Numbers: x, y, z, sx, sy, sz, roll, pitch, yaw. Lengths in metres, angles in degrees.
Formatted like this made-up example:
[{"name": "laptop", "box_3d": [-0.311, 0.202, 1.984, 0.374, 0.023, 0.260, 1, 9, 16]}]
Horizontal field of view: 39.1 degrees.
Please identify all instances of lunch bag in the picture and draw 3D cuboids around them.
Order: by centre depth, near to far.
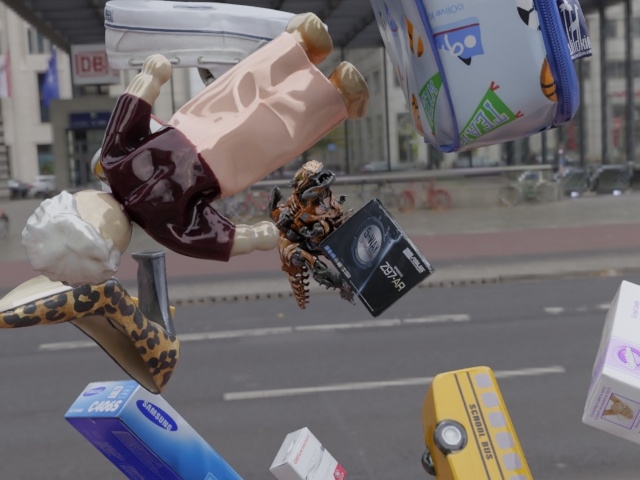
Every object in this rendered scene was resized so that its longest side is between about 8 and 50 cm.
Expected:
[{"name": "lunch bag", "box_3d": [0.098, -0.199, 0.684, 0.115, 0.243, 0.303, -17, 12, 2]}]

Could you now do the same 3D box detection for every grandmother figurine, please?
[{"name": "grandmother figurine", "box_3d": [-0.115, -0.069, 0.833, 0.342, 0.208, 0.104, -35, -12, -15]}]

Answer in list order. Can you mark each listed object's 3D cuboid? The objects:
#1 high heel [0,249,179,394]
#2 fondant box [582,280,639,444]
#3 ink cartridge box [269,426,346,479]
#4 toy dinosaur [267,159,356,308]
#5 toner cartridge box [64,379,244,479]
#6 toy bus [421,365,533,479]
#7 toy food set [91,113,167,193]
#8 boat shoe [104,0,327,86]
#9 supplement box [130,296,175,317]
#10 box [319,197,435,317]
[{"name": "high heel", "box_3d": [-0.267, 0.124, 1.060, 0.093, 0.186, 0.261, 4, 13, 36]}, {"name": "fondant box", "box_3d": [0.546, 0.204, 1.231, 0.330, 0.096, 0.238, 19, 35, 14]}, {"name": "ink cartridge box", "box_3d": [-0.026, 0.494, 1.930, 0.063, 0.150, 0.109, -28, 19, 36]}, {"name": "toy dinosaur", "box_3d": [0.000, 0.000, 1.630, 0.218, 0.164, 0.322, 26, -24, 13]}, {"name": "toner cartridge box", "box_3d": [-0.231, 0.362, 1.428, 0.165, 0.348, 0.075, -12, 35, 45]}, {"name": "toy bus", "box_3d": [0.240, 0.362, 1.336, 0.130, 0.333, 0.108, -8, -34, -12]}, {"name": "toy food set", "box_3d": [-0.210, -0.090, 1.027, 0.104, 0.111, 0.232, 36, -3, 14]}, {"name": "boat shoe", "box_3d": [-0.170, -0.303, 1.487, 0.367, 0.157, 0.136, -2, 25, -21]}, {"name": "supplement box", "box_3d": [-0.437, 0.152, 1.933, 0.233, 0.080, 0.078, 14, -7, -24]}, {"name": "box", "box_3d": [0.049, 0.015, 0.791, 0.067, 0.083, 0.018, -40, -10, 16]}]
